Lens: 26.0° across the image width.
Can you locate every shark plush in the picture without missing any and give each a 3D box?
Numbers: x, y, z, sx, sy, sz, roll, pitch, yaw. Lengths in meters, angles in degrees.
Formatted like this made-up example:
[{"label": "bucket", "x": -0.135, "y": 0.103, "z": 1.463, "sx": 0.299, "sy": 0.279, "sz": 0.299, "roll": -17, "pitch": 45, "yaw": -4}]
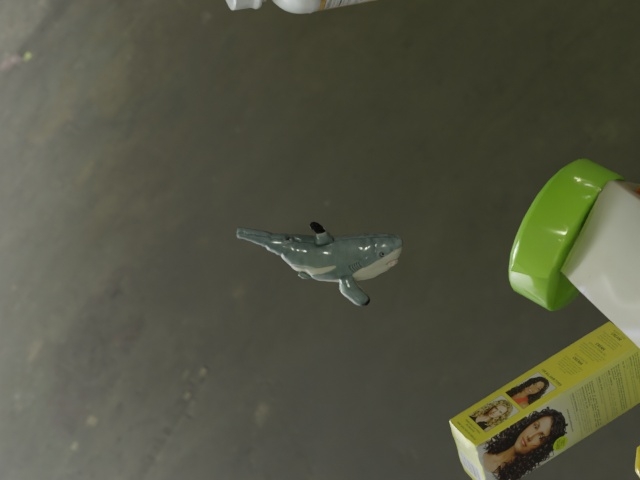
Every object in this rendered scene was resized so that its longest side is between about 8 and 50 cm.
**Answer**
[{"label": "shark plush", "x": 0.000, "y": 0.000, "z": 1.386, "sx": 0.067, "sy": 0.161, "sz": 0.073, "roll": 101, "pitch": -168, "yaw": -52}]

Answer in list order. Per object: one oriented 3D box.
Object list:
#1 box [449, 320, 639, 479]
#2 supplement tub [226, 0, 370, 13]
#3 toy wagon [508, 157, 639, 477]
[{"label": "box", "x": 0.258, "y": 0.180, "z": 1.519, "sx": 0.232, "sy": 0.087, "sz": 0.058, "roll": -31, "pitch": 38, "yaw": -13}, {"label": "supplement tub", "x": 0.025, "y": -0.235, "z": 0.945, "sx": 0.199, "sy": 0.144, "sz": 0.144, "roll": -12, "pitch": 37, "yaw": -8}, {"label": "toy wagon", "x": 0.196, "y": 0.049, "z": 0.464, "sx": 0.267, "sy": 0.344, "sz": 0.068, "roll": 30, "pitch": 103, "yaw": 26}]
